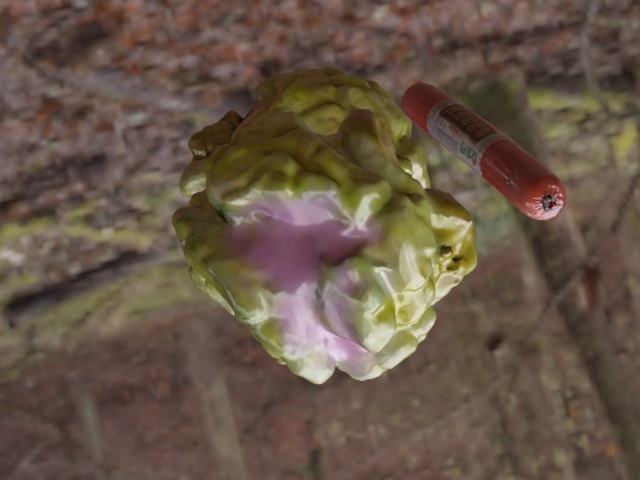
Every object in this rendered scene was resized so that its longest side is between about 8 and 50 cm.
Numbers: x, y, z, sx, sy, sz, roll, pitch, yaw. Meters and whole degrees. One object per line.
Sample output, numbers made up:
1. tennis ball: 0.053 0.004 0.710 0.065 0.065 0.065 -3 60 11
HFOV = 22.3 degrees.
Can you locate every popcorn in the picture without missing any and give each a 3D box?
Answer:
1. popcorn: -0.019 -0.043 1.493 0.259 0.259 0.212 -12 -153 -33
2. popcorn: 0.000 0.000 0.819 0.145 0.126 0.126 12 -145 38

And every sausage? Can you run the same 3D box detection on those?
1. sausage: 0.104 -0.063 1.072 0.034 0.034 0.253 -13 -157 -14
